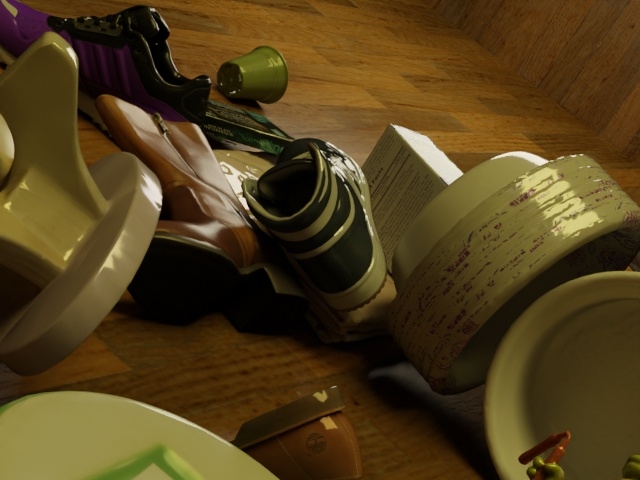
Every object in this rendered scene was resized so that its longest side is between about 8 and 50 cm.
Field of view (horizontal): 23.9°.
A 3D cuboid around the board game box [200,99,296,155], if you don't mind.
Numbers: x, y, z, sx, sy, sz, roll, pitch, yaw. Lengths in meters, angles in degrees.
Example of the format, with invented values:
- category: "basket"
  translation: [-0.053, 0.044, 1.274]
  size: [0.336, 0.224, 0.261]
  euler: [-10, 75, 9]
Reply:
- category: "board game box"
  translation: [-0.110, -0.144, 1.861]
  size: [0.126, 0.026, 0.186]
  euler: [16, 10, -18]

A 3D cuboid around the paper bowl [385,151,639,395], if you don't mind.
- category: "paper bowl"
  translation: [0.188, 0.020, 1.576]
  size: [0.148, 0.284, 0.284]
  euler: [51, 24, 20]

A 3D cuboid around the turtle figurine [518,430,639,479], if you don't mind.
- category: "turtle figurine"
  translation: [0.238, 0.250, 1.336]
  size: [0.217, 0.269, 0.087]
  euler: [-33, 109, -37]

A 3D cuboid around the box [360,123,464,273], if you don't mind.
- category: "box"
  translation: [0.105, -0.042, 1.739]
  size: [0.072, 0.126, 0.137]
  euler: [10, 31, -44]

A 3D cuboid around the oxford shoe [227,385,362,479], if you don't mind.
- category: "oxford shoe"
  translation: [-0.066, 0.173, 1.027]
  size: [0.076, 0.212, 0.076]
  euler: [-8, 72, -64]

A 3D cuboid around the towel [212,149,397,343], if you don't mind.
- category: "towel"
  translation: [0.000, 0.000, 1.746]
  size: [0.317, 0.053, 0.332]
  euler: [43, 22, 24]

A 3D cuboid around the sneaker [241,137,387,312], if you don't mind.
- category: "sneaker"
  translation: [-0.018, -0.061, 1.575]
  size: [0.153, 0.099, 0.282]
  euler: [51, 11, -35]

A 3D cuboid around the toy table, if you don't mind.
- category: "toy table"
  translation: [-0.243, -0.027, 1.184]
  size: [0.161, 0.252, 0.274]
  euler: [44, 4, -22]

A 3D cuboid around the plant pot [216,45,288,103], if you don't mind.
- category: "plant pot"
  translation: [-0.101, -0.229, 2.116]
  size: [0.083, 0.083, 0.079]
  euler: [43, 33, 25]

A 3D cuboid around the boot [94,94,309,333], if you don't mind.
- category: "boot"
  translation: [-0.148, -0.051, 1.487]
  size: [0.264, 0.096, 0.280]
  euler: [11, 40, -50]

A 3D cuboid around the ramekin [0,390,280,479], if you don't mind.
- category: "ramekin"
  translation: [-0.112, 0.224, 0.871]
  size: [0.303, 0.148, 0.303]
  euler: [29, 19, -11]

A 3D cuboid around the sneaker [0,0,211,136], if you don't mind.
- category: "sneaker"
  translation: [-0.248, -0.221, 1.739]
  size: [0.293, 0.146, 0.102]
  euler: [35, 19, 1]

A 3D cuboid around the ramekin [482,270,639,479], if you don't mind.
- category: "ramekin"
  translation: [0.312, 0.168, 1.514]
  size: [0.277, 0.277, 0.135]
  euler: [39, 12, 16]

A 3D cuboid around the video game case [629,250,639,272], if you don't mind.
- category: "video game case"
  translation: [0.400, 0.052, 1.575]
  size: [0.206, 0.026, 0.227]
  euler: [55, -11, 10]
